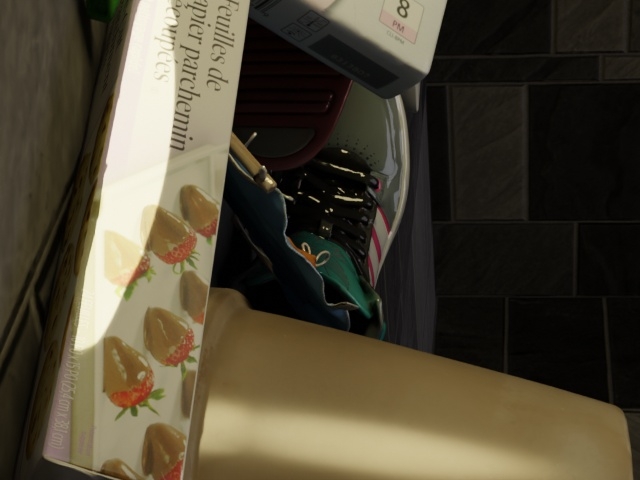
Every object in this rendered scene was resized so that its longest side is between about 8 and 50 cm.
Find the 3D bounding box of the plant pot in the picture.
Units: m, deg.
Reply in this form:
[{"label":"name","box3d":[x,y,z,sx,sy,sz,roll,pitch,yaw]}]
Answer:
[{"label":"plant pot","box3d":[0.028,0.184,0.851,0.323,0.281,0.323,0,90,-84]}]

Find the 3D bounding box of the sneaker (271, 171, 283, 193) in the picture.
[{"label":"sneaker","box3d":[-0.002,-0.009,1.359,0.153,0.094,0.235,-63,166,-49]}]

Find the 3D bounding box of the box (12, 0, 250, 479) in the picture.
[{"label":"box","box3d":[-0.085,-0.017,0.739,0.067,0.063,0.324,132,-29,-50]}]

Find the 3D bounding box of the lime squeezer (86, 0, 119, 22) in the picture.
[{"label":"lime squeezer","box3d":[-0.120,-0.222,0.663,0.110,0.059,0.310,-56,163,-15]}]

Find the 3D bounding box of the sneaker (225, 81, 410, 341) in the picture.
[{"label":"sneaker","box3d":[0.000,0.000,1.177,0.178,0.124,0.295,-53,154,-87]}]

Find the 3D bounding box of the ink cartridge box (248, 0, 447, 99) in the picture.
[{"label":"ink cartridge box","box3d":[0.007,-0.234,0.996,0.066,0.189,0.232,-20,-133,54]}]

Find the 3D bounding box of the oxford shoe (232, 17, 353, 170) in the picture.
[{"label":"oxford shoe","box3d":[-0.020,-0.207,1.104,0.130,0.123,0.348,92,2,-75]}]

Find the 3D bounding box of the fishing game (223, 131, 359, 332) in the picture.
[{"label":"fishing game","box3d":[-0.030,-0.018,0.944,0.189,0.041,0.264,51,-8,29]}]

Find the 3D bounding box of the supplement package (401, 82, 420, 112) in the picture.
[{"label":"supplement package","box3d":[0.023,-0.235,1.334,0.244,0.139,0.133,-80,167,-47]}]
